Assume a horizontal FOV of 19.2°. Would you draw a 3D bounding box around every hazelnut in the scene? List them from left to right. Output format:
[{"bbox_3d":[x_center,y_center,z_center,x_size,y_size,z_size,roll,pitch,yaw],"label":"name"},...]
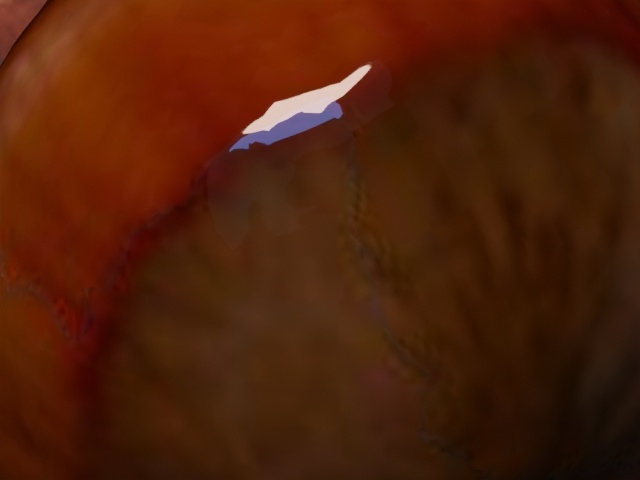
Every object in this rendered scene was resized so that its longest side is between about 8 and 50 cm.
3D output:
[{"bbox_3d":[0.004,0.004,0.792,0.365,0.366,0.366,-5,62,10],"label":"hazelnut"}]
